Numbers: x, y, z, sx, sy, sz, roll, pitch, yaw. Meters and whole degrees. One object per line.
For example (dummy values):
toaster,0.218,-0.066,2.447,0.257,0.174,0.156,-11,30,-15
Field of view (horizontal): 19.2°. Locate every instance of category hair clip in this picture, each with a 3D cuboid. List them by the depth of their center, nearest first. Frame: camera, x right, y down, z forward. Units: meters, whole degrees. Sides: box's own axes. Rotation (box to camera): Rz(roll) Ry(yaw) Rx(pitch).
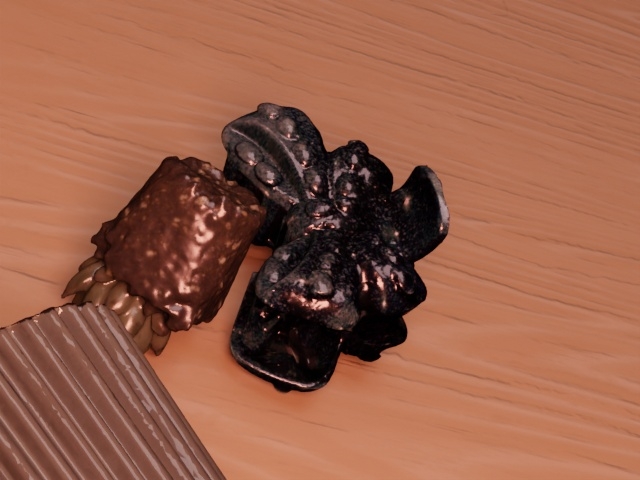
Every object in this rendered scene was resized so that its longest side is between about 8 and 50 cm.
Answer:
hair clip,0.006,0.003,1.892,0.206,0.194,0.310,6,44,-20

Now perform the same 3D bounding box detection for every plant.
plant,-0.144,0.021,1.770,0.129,0.194,0.132,39,12,9

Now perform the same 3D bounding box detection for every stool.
stool,-0.173,0.261,1.391,0.297,0.297,0.330,-22,65,-47
